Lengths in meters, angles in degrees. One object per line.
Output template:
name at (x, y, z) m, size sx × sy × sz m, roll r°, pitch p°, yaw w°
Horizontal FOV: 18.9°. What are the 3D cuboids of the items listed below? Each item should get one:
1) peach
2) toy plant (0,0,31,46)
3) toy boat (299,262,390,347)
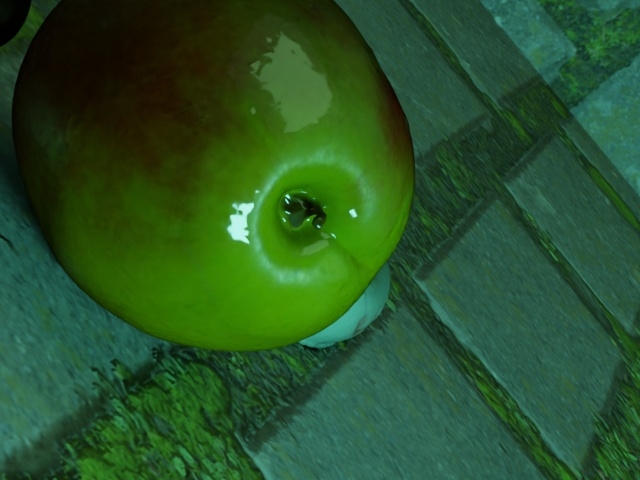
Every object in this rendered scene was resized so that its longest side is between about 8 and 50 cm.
peach at (-0.059, -0.051, 1.065) m, size 0.231 × 0.231 × 0.231 m, roll 44°, pitch 19°, yaw -19°
toy plant at (-0.234, -0.158, 1.055) m, size 0.162 × 0.093 × 0.093 m, roll 16°, pitch 38°, yaw -57°
toy boat at (0.000, 0.000, 1.334) m, size 0.134 × 0.079 × 0.208 m, roll 52°, pitch 16°, yaw -3°
